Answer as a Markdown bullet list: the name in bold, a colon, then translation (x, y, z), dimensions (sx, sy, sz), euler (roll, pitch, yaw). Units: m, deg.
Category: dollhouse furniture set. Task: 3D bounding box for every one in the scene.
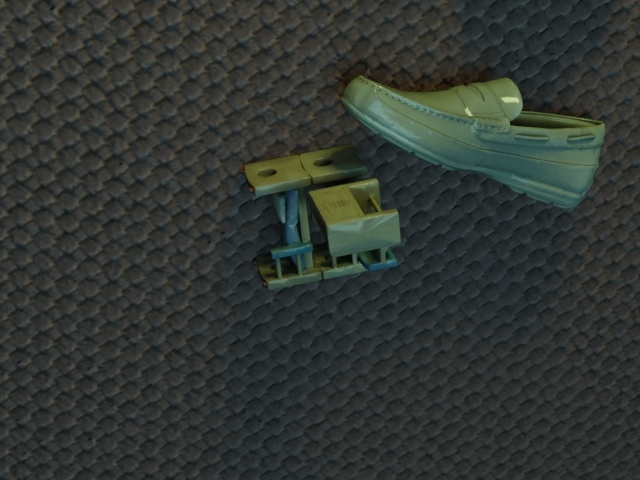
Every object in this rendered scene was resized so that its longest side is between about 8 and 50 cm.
- **dollhouse furniture set**: translation (0.000, 0.000, 1.404), dimensions (0.129, 0.183, 0.129), euler (-11, 118, -9)

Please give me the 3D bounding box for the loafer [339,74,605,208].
- **loafer**: translation (0.170, -0.129, 1.435), dimensions (0.319, 0.112, 0.111), euler (15, 106, -29)
